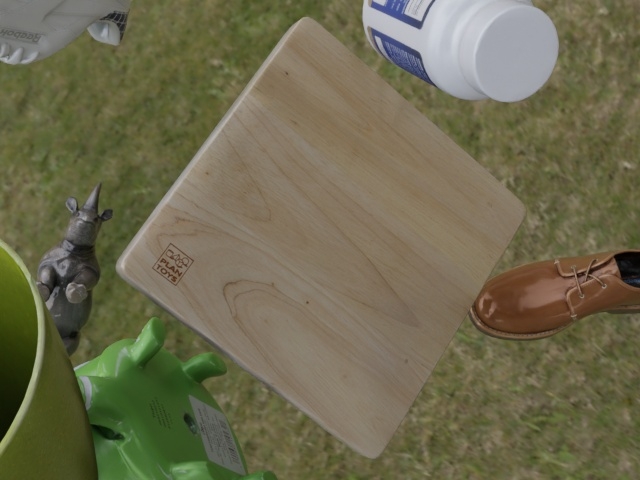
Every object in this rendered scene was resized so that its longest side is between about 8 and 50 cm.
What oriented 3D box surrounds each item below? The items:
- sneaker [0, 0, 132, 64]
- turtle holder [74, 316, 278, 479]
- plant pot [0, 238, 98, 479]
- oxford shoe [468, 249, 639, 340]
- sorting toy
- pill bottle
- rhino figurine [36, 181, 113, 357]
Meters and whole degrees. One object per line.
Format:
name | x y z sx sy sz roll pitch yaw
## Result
sneaker | -0.203 -0.148 0.634 0.090 0.235 0.094 27 122 33
turtle holder | -0.215 0.243 1.132 0.227 0.320 0.243 -32 86 11
plant pot | -0.292 0.176 0.828 0.275 0.293 0.274 -6 54 8
oxford shoe | 0.241 0.040 0.991 0.212 0.076 0.076 -12 69 -13
sorting toy | 0.000 0.000 0.869 0.255 0.257 0.089 -56 16 -17
pill bottle | 0.075 -0.114 0.570 0.067 0.067 0.120 -51 32 4
rhino figurine | -0.288 0.043 1.192 0.106 0.073 0.243 -95 24 -71
